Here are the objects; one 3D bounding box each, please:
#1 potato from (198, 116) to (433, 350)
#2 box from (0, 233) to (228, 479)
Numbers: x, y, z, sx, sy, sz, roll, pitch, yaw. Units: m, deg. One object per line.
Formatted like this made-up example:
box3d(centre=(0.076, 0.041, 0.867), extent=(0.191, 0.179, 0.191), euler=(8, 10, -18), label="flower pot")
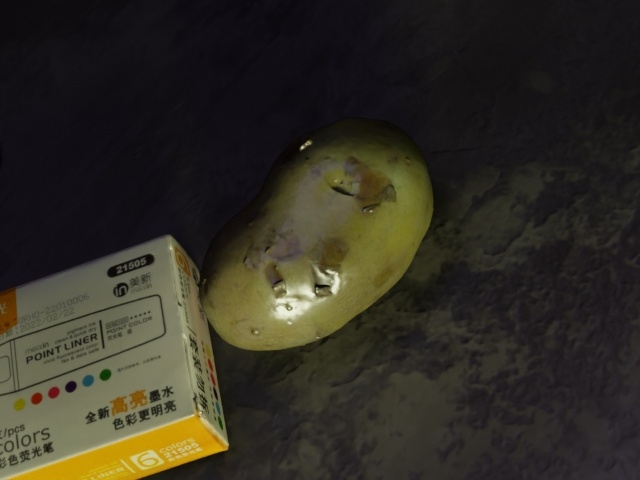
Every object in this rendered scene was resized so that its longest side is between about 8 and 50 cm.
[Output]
box3d(centre=(0.000, 0.000, 1.808), extent=(0.165, 0.165, 0.262), euler=(38, 88, 35), label="potato")
box3d(centre=(-0.238, 0.139, 1.864), extent=(0.273, 0.091, 0.221), euler=(-21, 55, 11), label="box")
